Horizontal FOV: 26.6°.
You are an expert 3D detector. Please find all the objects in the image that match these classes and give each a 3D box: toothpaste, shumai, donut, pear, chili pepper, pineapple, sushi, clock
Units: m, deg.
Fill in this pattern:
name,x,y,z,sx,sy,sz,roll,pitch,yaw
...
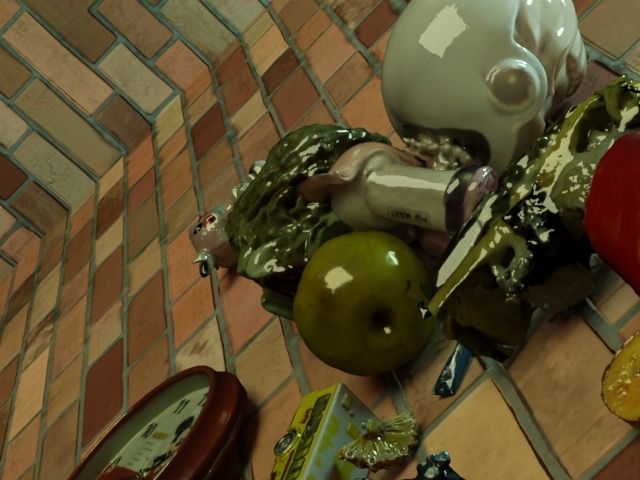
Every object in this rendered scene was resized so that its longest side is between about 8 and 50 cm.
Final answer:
name,x,y,z,sx,sy,sz,roll,pitch,yaw
toothpaste,0.132,0.113,1.292,0.027,0.019,0.083,0,52,43
shumai,0.000,-0.002,1.610,0.256,0.189,0.218,124,152,-42
donut,0.247,0.112,1.012,0.067,0.038,0.083,-47,23,-5
pear,0.044,0.062,1.388,0.149,0.149,0.162,-47,24,1
chili pepper,0.296,0.011,0.966,0.134,0.131,0.338,-55,20,7
pineapple,0.060,0.191,1.251,0.083,0.019,0.045,-25,58,-16
sushi,0.223,-0.011,1.202,0.291,0.139,0.131,-52,27,12
clock,-0.205,0.281,1.600,0.318,0.080,0.318,-41,15,14

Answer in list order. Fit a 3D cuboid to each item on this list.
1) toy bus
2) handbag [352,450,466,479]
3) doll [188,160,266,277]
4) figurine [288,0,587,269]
name,x,y,z,sx,sy,sz,roll,pitch,yaw
toy bus,-0.009,0.240,1.263,0.074,0.081,0.226,-27,24,36
handbag,0.042,0.287,0.996,0.162,0.113,0.260,-31,25,56
doll,-0.122,-0.027,2.011,0.192,0.095,0.149,-44,13,16
figurine,0.149,-0.147,1.471,0.361,0.211,0.253,-56,20,-20
